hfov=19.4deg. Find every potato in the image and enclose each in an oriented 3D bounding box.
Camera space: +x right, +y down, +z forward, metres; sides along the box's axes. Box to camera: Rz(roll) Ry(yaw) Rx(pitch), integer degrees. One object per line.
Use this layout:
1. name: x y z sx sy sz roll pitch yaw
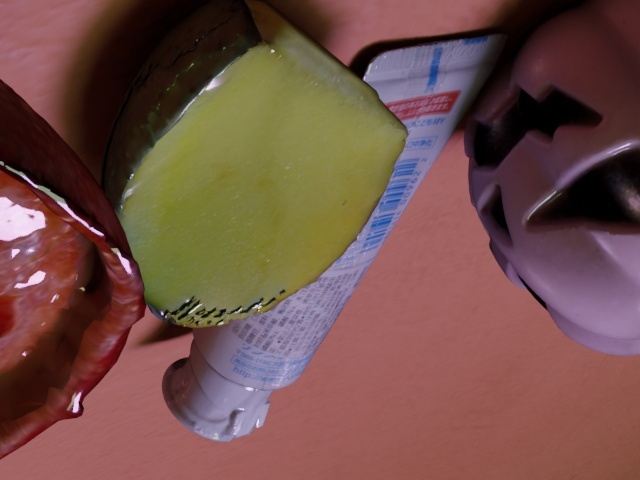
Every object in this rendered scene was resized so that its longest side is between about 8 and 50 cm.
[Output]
1. potato: -0.033 -0.034 0.685 0.119 0.054 0.198 -31 157 0

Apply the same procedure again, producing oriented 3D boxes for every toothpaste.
1. toothpaste: 0.000 0.000 0.832 0.089 0.057 0.234 -15 149 -46

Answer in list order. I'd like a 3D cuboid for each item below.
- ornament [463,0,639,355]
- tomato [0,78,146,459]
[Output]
1. ornament: 0.156 -0.028 0.825 0.177 0.177 0.177 -28 162 -10
2. tomato: -0.168 0.003 0.493 0.228 0.101 0.228 -18 149 -11
